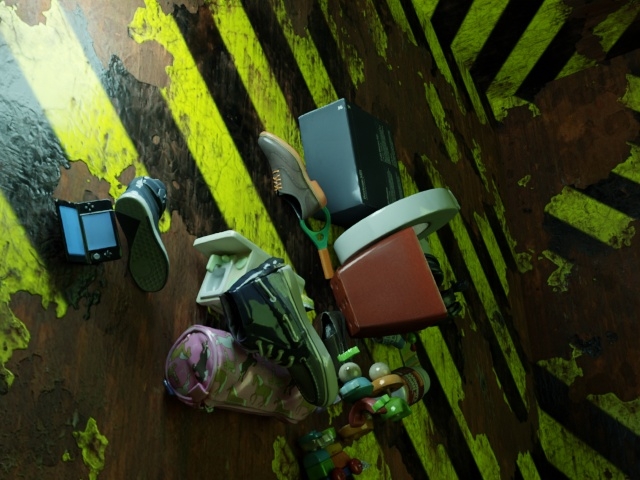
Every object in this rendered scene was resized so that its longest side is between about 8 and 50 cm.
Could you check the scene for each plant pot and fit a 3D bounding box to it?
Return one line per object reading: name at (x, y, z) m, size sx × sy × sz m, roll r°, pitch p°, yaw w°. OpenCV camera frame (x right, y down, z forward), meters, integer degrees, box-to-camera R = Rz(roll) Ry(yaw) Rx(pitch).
plant pot at (0.172, 0.147, 1.933) m, size 0.267 × 0.236 × 0.267 m, roll 111°, pitch -40°, yaw -74°

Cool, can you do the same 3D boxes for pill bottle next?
pill bottle at (0.252, 0.457, 2.101) m, size 0.221 × 0.121 × 0.121 m, roll -4°, pitch 78°, yaw -59°

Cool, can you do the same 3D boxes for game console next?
game console at (-0.432, -0.020, 1.275) m, size 0.107 × 0.071 × 0.122 m, roll -11°, pitch 84°, yaw -23°

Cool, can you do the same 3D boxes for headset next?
headset at (0.380, 0.149, 2.185) m, size 0.243 × 0.185 × 0.394 m, roll 66°, pitch 10°, yaw 20°

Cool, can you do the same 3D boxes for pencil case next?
pencil case at (-0.156, 0.303, 1.486) m, size 0.386 × 0.160 × 0.167 m, roll 28°, pitch 85°, yaw -51°

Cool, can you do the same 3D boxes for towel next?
towel at (0.292, 0.351, 2.318) m, size 0.102 × 0.021 × 0.237 m, roll -19°, pitch 91°, yaw -60°

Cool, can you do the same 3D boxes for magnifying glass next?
magnifying glass at (0.000, 0.000, 1.989) m, size 0.092 × 0.026 × 0.230 m, roll -18°, pitch 99°, yaw -22°

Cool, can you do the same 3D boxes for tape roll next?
tape roll at (0.227, -0.034, 2.043) m, size 0.392 × 0.392 × 0.072 m, roll -3°, pitch 64°, yaw -59°

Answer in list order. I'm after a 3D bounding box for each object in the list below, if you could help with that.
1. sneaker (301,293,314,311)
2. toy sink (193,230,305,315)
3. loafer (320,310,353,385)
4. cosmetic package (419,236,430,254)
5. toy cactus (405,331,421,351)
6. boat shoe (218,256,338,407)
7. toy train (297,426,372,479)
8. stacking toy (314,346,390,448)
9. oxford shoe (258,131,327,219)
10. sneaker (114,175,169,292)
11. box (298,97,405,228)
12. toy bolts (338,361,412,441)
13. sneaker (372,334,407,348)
sneaker at (-0.087, 0.135, 1.756) m, size 0.208 × 0.082 × 0.094 m, roll 27°, pitch 51°, yaw -50°
toy sink at (-0.178, 0.100, 1.528) m, size 0.234 × 0.153 × 0.131 m, roll 39°, pitch 55°, yaw -35°
loafer at (0.029, 0.294, 1.878) m, size 0.078 × 0.080 × 0.220 m, roll 28°, pitch 43°, yaw -45°
cosmetic package at (0.275, 0.011, 2.331) m, size 0.151 × 0.152 × 0.183 m, roll 30°, pitch 51°, yaw -51°
toy cactus at (0.309, 0.244, 2.266) m, size 0.180 × 0.112 × 0.219 m, roll 67°, pitch 33°, yaw -32°
boat shoe at (-0.093, 0.217, 1.413) m, size 0.158 × 0.127 × 0.340 m, roll -26°, pitch 94°, yaw -38°
toy train at (0.040, 0.546, 1.750) m, size 0.248 × 0.105 × 0.143 m, roll 1°, pitch 61°, yaw -58°
stacking toy at (0.041, 0.384, 1.676) m, size 0.167 × 0.221 × 0.052 m, roll 55°, pitch -9°, yaw 24°
oxford shoe at (-0.095, -0.180, 1.890) m, size 0.098 × 0.097 × 0.271 m, roll -42°, pitch 99°, yaw -24°
sneaker at (-0.351, -0.022, 1.400) m, size 0.163 × 0.086 × 0.226 m, roll -96°, pitch -179°, yaw -62°
box at (0.107, -0.226, 2.154) m, size 0.312 × 0.179 × 0.343 m, roll 15°, pitch 62°, yaw -56°
toy bolts at (0.105, 0.418, 1.814) m, size 0.228 × 0.218 × 0.158 m, roll 35°, pitch 29°, yaw -60°
sneaker at (0.202, 0.298, 2.165) m, size 0.211 × 0.080 × 0.081 m, roll 44°, pitch 63°, yaw -38°
